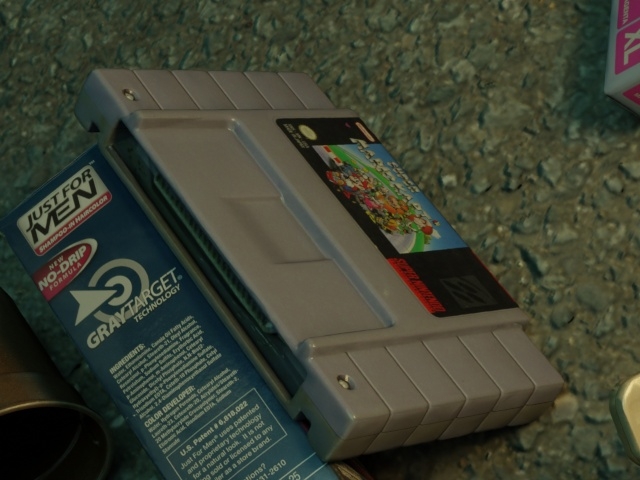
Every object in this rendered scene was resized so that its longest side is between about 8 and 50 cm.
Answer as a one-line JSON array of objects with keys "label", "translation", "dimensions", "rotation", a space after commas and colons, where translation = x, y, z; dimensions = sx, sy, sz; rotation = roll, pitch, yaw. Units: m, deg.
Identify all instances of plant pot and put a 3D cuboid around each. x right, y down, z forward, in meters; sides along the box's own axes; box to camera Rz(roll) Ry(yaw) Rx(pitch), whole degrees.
[{"label": "plant pot", "translation": [-0.266, 0.128, 1.382], "dimensions": [0.167, 0.167, 0.165], "rotation": [-37, 52, 2]}]

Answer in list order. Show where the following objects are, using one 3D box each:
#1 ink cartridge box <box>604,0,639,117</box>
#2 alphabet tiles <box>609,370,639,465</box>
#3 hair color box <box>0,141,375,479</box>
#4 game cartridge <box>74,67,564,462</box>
[{"label": "ink cartridge box", "translation": [0.330, -0.224, 1.257], "dimensions": [0.311, 0.065, 0.186], "rotation": [-26, 46, 47]}, {"label": "alphabet tiles", "translation": [0.277, 0.198, 1.098], "dimensions": [0.278, 0.021, 0.284], "rotation": [-21, 91, -27]}, {"label": "hair color box", "translation": [-0.082, 0.104, 1.305], "dimensions": [0.105, 0.174, 0.347], "rotation": [-39, 60, 1]}, {"label": "game cartridge", "translation": [0.000, 0.000, 1.301], "dimensions": [0.355, 0.230, 0.068], "rotation": [52, 131, 30]}]
